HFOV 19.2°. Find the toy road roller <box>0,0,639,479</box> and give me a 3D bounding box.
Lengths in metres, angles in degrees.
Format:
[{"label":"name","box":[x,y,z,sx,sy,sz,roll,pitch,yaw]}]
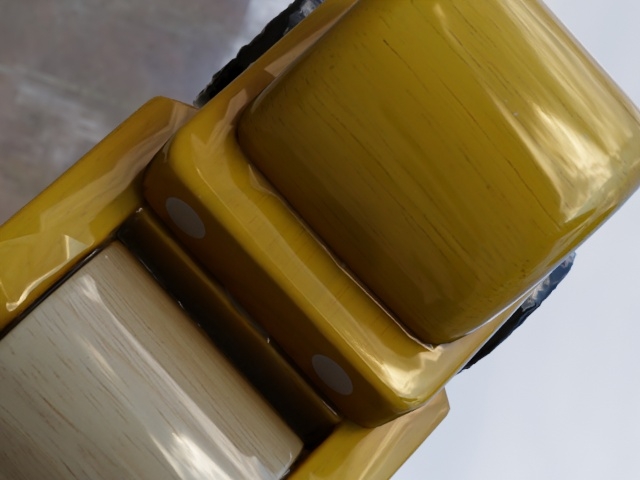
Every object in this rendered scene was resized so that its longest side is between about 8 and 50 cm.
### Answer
[{"label":"toy road roller","box":[0.000,0.000,0.849,0.329,0.202,0.240,-44,-178,-29]}]
